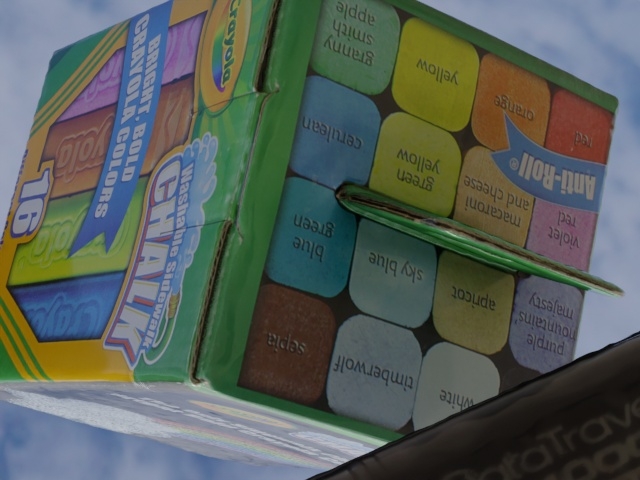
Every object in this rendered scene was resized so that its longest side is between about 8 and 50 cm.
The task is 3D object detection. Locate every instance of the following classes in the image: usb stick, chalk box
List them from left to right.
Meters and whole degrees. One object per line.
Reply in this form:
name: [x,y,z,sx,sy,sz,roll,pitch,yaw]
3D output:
chalk box: [0.000,0.000,0.631,0.180,0.289,0.179,21,-107,-32]
usb stick: [0.079,0.081,0.482,0.278,0.045,0.077,-22,-116,-14]
